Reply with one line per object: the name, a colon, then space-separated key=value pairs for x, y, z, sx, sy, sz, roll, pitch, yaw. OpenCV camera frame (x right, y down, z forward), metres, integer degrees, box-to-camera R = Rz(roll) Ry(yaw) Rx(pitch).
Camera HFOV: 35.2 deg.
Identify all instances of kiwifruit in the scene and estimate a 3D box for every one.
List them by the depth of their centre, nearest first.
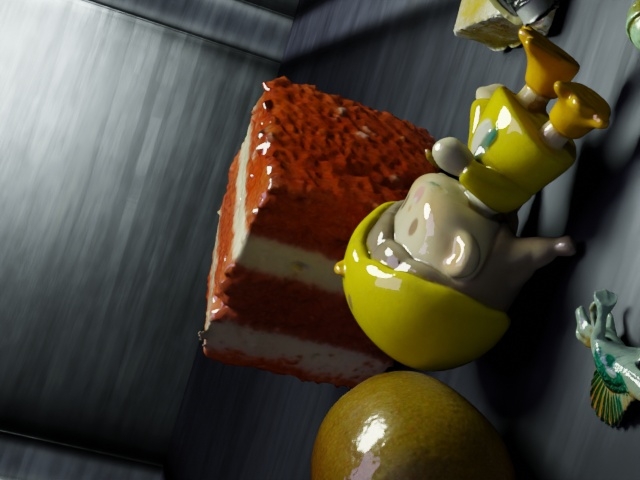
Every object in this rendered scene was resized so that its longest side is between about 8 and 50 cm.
kiwifruit: x=0.083 y=0.224 z=0.945 sx=0.234 sy=0.196 sz=0.195 roll=-153 pitch=80 yaw=-80

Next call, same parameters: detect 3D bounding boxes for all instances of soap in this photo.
soap: x=0.244 y=-0.364 z=1.191 sx=0.160 sy=0.080 sz=0.257 roll=-170 pitch=96 yaw=-76

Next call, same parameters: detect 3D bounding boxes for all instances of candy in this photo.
candy: x=0.312 y=-0.247 z=0.897 sx=0.061 sy=0.061 sz=0.202 roll=133 pitch=158 yaw=-60

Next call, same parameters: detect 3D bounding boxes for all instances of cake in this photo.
cake: x=0.000 y=0.000 z=1.333 sx=0.269 sy=0.270 sz=0.319 roll=-92 pitch=22 yaw=-51

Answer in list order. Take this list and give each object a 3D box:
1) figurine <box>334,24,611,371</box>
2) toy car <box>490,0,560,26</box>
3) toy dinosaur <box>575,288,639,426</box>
figurine: x=0.151 y=-0.025 z=0.995 sx=0.343 sy=0.187 sz=0.215 roll=-58 pitch=11 yaw=30
toy car: x=0.253 y=-0.291 z=0.885 sx=0.124 sy=0.101 sz=0.257 roll=-38 pitch=7 yaw=-39
toy dinosaur: x=0.237 y=0.107 z=0.805 sx=0.106 sy=0.044 sz=0.187 roll=102 pitch=160 yaw=-46
